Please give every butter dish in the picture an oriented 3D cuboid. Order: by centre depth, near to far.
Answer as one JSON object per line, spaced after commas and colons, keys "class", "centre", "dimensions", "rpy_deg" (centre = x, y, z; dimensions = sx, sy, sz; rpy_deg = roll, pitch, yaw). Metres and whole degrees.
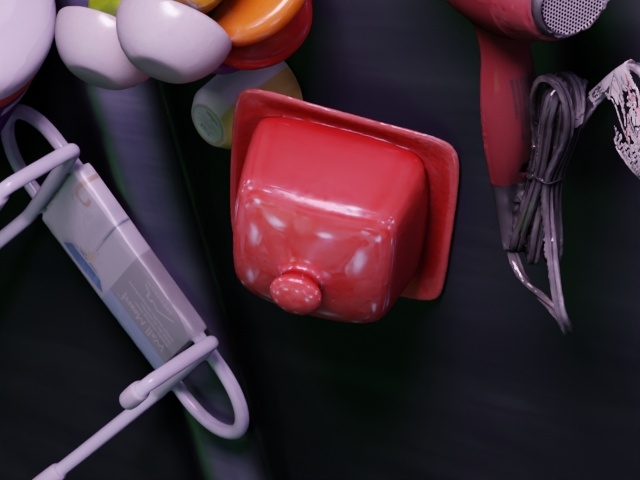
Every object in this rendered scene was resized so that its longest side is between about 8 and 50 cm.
{"class": "butter dish", "centre": [0.000, 0.000, 1.299], "dimensions": [0.159, 0.118, 0.160], "rpy_deg": [17, 139, 11]}

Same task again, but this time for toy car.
{"class": "toy car", "centre": [-0.077, -0.165, 1.281], "dimensions": [0.136, 0.159, 0.182], "rpy_deg": [29, 163, -33]}

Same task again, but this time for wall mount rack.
{"class": "wall mount rack", "centre": [-0.226, 0.069, 1.699], "dimensions": [0.350, 0.130, 0.304], "rpy_deg": [54, 150, 4]}

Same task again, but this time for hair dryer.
{"class": "hair dryer", "centre": [0.097, -0.099, 1.098], "dimensions": [0.294, 0.080, 0.223], "rpy_deg": [67, 151, 13]}

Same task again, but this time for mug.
{"class": "mug", "centre": [-0.051, -0.094, 1.363], "dimensions": [0.078, 0.064, 0.062], "rpy_deg": [21, 135, 43]}

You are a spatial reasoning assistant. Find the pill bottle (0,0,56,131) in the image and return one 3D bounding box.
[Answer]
{"class": "pill bottle", "centre": [-0.347, -0.124, 1.598], "dimensions": [0.181, 0.181, 0.323], "rpy_deg": [51, 142, 7]}
